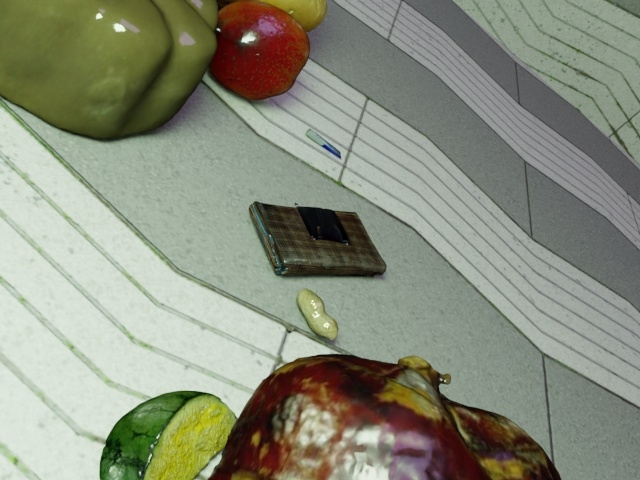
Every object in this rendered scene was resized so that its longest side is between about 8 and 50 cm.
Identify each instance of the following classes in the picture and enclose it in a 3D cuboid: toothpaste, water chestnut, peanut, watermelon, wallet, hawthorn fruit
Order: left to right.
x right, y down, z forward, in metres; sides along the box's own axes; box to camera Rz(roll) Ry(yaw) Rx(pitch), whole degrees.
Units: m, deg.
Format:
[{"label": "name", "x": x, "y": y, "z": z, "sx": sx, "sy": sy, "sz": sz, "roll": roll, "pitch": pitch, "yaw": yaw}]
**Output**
[{"label": "watermelon", "x": -0.160, "y": 0.197, "z": 0.731, "sx": 0.181, "sy": 0.075, "sz": 0.092, "roll": -44, "pitch": 132, "yaw": -57}, {"label": "hawthorn fruit", "x": -0.116, "y": -0.329, "z": 1.251, "sx": 0.188, "sy": 0.169, "sz": 0.169, "roll": 29, "pitch": 33, "yaw": -45}, {"label": "peanut", "x": -0.005, "y": 0.101, "z": 1.012, "sx": 0.083, "sy": 0.037, "sz": 0.037, "roll": 51, "pitch": 32, "yaw": 18}, {"label": "wallet", "x": 0.000, "y": 0.000, "z": 1.127, "sx": 0.230, "sy": 0.042, "sz": 0.124, "roll": 2, "pitch": 54, "yaw": -45}, {"label": "toothpaste", "x": 0.008, "y": -0.177, "z": 1.366, "sx": 0.083, "sy": 0.015, "sz": 0.024, "roll": 32, "pitch": 33, "yaw": -29}, {"label": "water chestnut", "x": 0.045, "y": 0.283, "z": 0.648, "sx": 0.335, "sy": 0.335, "sz": 0.347, "roll": 38, "pitch": 62, "yaw": -11}]

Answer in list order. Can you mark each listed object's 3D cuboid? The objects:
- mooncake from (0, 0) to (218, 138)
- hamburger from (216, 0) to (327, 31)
[{"label": "mooncake", "x": -0.313, "y": -0.328, "z": 1.005, "sx": 0.378, "sy": 0.201, "sz": 0.378, "roll": 29, "pitch": 36, "yaw": -24}, {"label": "hamburger", "x": -0.124, "y": -0.497, "z": 1.376, "sx": 0.314, "sy": 0.170, "sz": 0.290, "roll": 18, "pitch": 11, "yaw": -46}]
